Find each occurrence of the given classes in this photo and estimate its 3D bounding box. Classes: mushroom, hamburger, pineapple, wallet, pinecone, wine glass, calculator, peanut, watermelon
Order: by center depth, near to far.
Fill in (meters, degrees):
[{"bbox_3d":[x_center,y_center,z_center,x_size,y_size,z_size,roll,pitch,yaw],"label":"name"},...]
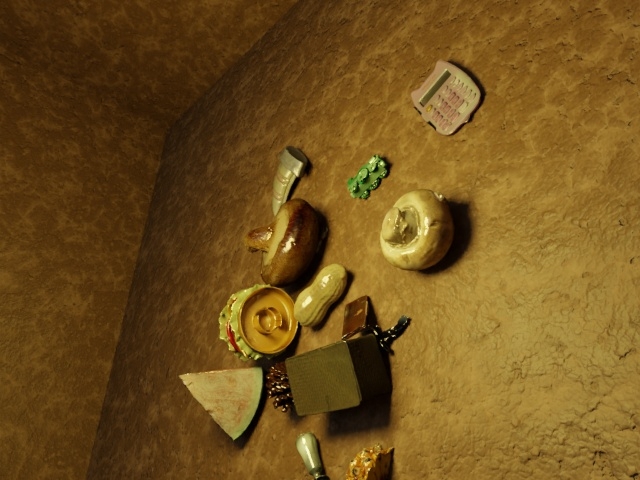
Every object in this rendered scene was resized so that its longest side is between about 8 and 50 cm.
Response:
[{"bbox_3d":[0.116,0.642,1.430,0.079,0.135,0.233,-20,54,46],"label":"pineapple"},{"bbox_3d":[0.275,-0.037,1.587,0.255,0.184,0.255,-51,28,42],"label":"mushroom"},{"bbox_3d":[-0.027,0.669,1.664,0.072,0.072,0.155,-52,38,20],"label":"wine glass"},{"bbox_3d":[0.111,0.238,1.708,0.095,0.026,0.176,-32,18,19],"label":"wallet"},{"bbox_3d":[0.410,-0.458,1.781,0.194,0.043,0.294,-49,41,23],"label":"calculator"},{"bbox_3d":[-0.104,0.488,1.813,0.163,0.162,0.165,29,115,56],"label":"pinecone"},{"bbox_3d":[0.001,0.183,1.884,0.257,0.123,0.123,-54,36,13],"label":"peanut"},{"bbox_3d":[-0.233,0.302,1.993,0.212,0.274,0.275,-25,51,53],"label":"hamburger"},{"bbox_3d":[-0.346,0.527,2.048,0.250,0.293,0.283,-41,29,-17],"label":"watermelon"},{"bbox_3d":[-0.120,0.005,2.076,0.345,0.239,0.346,1,91,51],"label":"mushroom"}]

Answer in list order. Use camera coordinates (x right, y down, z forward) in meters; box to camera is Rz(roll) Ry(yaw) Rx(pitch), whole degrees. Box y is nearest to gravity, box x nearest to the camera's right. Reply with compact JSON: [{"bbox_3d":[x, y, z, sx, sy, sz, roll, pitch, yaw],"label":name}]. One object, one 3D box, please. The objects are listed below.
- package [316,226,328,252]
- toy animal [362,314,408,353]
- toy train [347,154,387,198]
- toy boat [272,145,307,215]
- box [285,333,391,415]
[{"bbox_3d":[0.000,0.000,2.080,0.110,0.015,0.037,-66,26,1],"label":"package"},{"bbox_3d":[0.179,0.295,1.632,0.108,0.062,0.220,41,104,33],"label":"toy animal"},{"bbox_3d":[0.167,-0.228,1.947,0.178,0.071,0.105,-47,27,28],"label":"toy train"},{"bbox_3d":[-0.154,-0.282,2.389,0.294,0.111,0.276,-55,27,33],"label":"toy boat"},{"bbox_3d":[0.047,0.401,1.618,0.273,0.143,0.184,-28,70,41],"label":"box"}]
